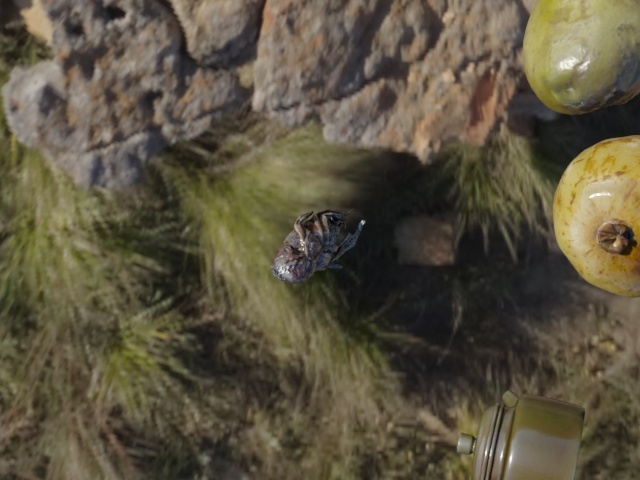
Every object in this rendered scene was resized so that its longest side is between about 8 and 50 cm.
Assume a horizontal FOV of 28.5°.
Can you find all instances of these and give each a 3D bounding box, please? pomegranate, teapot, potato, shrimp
[{"bbox_3d":[0.413,-0.032,1.657,0.215,0.215,0.215,2,120,4],"label":"pomegranate"},{"bbox_3d":[0.285,0.325,1.845,0.175,0.267,0.185,9,131,13],"label":"teapot"},{"bbox_3d":[0.372,-0.274,1.669,0.229,0.266,0.229,17,151,9],"label":"potato"},{"bbox_3d":[-0.001,0.001,1.692,0.073,0.190,0.074,25,124,20],"label":"shrimp"}]
